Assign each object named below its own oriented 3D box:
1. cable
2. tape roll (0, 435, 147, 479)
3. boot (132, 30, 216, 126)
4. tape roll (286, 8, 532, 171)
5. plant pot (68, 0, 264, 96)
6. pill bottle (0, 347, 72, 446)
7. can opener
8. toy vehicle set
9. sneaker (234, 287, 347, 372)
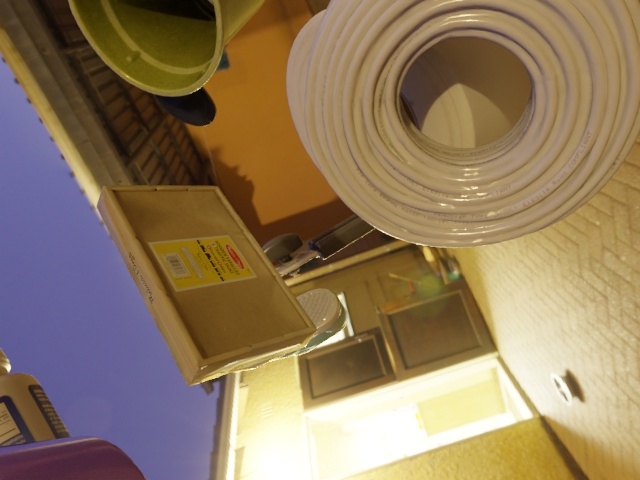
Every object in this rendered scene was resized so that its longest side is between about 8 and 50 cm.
[{"bbox_3d":[0.110,-0.116,0.387,0.089,0.257,0.257,-61,-36,-54],"label":"cable"},{"bbox_3d":[-0.198,0.276,0.312,0.090,0.275,0.274,17,-132,-50],"label":"tape roll"},{"bbox_3d":[-0.268,-0.359,0.959,0.263,0.091,0.229,44,-147,-11],"label":"boot"},{"bbox_3d":[0.104,-0.166,0.557,0.246,0.169,0.246,33,146,26],"label":"tape roll"},{"bbox_3d":[-0.218,-0.419,0.798,0.253,0.276,0.276,-60,-41,-44],"label":"plant pot"},{"bbox_3d":[-0.440,0.283,0.672,0.272,0.152,0.152,51,179,13],"label":"pill bottle"},{"bbox_3d":[0.000,0.000,1.103,0.074,0.281,0.093,18,131,64],"label":"can opener"},{"bbox_3d":[-0.139,0.033,0.589,0.166,0.035,0.266,-6,-131,-46],"label":"toy vehicle set"},{"bbox_3d":[-0.099,0.244,1.182,0.150,0.366,0.135,53,-160,-51],"label":"sneaker"}]
